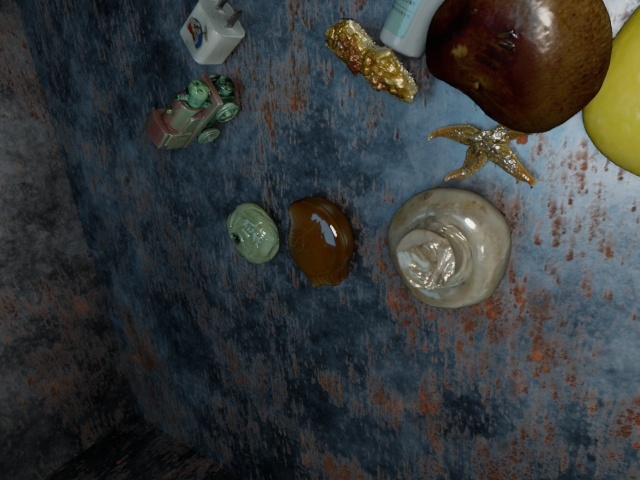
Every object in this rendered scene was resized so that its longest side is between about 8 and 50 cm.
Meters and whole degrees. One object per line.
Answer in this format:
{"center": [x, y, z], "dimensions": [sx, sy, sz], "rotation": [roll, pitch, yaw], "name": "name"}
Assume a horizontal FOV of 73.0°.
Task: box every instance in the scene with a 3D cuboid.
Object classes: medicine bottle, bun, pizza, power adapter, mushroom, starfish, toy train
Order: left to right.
{"center": [-0.410, -0.416, 1.397], "dimensions": [0.304, 0.221, 0.150], "rotation": [-33, 85, 41], "name": "toy train"}
{"center": [-0.303, -0.639, 1.281], "dimensions": [0.205, 0.125, 0.130], "rotation": [-30, 88, 43], "name": "power adapter"}
{"center": [-0.241, -0.019, 1.506], "dimensions": [0.221, 0.108, 0.221], "rotation": [15, 117, 33], "name": "bun"}
{"center": [0.110, -0.423, 1.028], "dimensions": [0.085, 0.161, 0.305], "rotation": [-45, 70, 8], "name": "pizza"}
{"center": [0.273, 0.030, 0.998], "dimensions": [0.298, 0.290, 0.297], "rotation": [15, 116, 34], "name": "mushroom"}
{"center": [0.244, -0.566, 0.888], "dimensions": [0.110, 0.110, 0.351], "rotation": [40, 128, 18], "name": "medicine bottle"}
{"center": [0.367, -0.197, 0.994], "dimensions": [0.248, 0.050, 0.138], "rotation": [12, 116, 42], "name": "starfish"}
{"center": [0.363, -0.376, 0.789], "dimensions": [0.345, 0.259, 0.345], "rotation": [40, 173, 6], "name": "mushroom"}

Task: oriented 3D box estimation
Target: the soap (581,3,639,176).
{"center": [0.640, -0.292, 0.688], "dimensions": [0.306, 0.115, 0.427], "rotation": [38, 129, 16], "name": "soap"}

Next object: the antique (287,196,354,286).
{"center": [0.000, 0.000, 1.310], "dimensions": [0.224, 0.129, 0.278], "rotation": [-16, 98, 41], "name": "antique"}
